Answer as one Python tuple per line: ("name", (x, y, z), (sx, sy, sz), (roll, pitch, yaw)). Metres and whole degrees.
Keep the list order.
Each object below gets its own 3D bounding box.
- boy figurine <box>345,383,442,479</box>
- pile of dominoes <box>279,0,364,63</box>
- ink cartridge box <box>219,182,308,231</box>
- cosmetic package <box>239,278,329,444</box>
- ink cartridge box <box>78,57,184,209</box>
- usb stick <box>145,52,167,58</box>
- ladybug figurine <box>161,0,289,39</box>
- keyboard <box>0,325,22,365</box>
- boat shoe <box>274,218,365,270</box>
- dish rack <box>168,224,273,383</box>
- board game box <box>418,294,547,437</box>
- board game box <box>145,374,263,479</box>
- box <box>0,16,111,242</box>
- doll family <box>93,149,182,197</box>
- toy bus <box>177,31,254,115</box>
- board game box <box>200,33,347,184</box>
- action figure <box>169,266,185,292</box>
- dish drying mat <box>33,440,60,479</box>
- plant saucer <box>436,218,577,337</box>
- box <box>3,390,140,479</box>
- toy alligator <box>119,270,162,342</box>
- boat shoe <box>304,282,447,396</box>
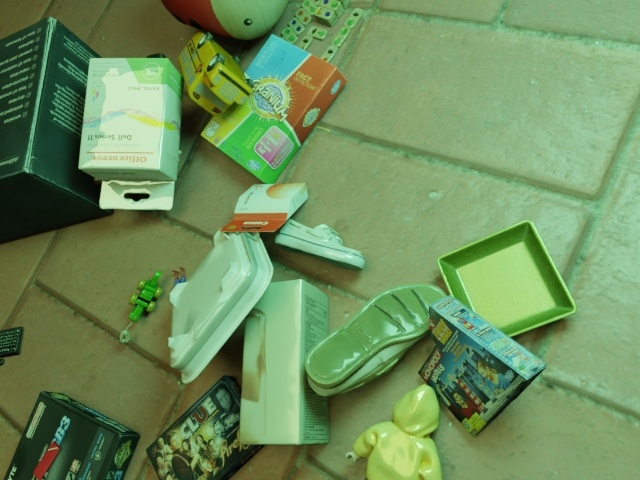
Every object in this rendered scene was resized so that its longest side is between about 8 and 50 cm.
("boy figurine", (0.131, 0.387, 0.913), (0.177, 0.092, 0.285), (12, 76, 28))
("pile of dominoes", (-0.025, -0.543, 1.355), (0.196, 0.040, 0.251), (33, 87, 30))
("ink cartridge box", (-0.128, -0.076, 1.169), (0.145, 0.179, 0.045), (1, 116, 25))
("cosmetic package", (-0.065, 0.240, 1.023), (0.129, 0.153, 0.297), (-8, 67, 21))
("ink cartridge box", (-0.464, -0.259, 1.293), (0.206, 0.119, 0.354), (1, 82, 4))
("usb stick", (-0.475, -0.426, 1.518), (0.077, 0.045, 0.278), (-15, 65, 12))
("ladybug figurine", (-0.275, -0.646, 1.394), (0.449, 0.305, 0.162), (32, 123, 34))
("keyboard", (-0.907, 0.304, 1.462), (0.180, 0.023, 0.108), (-13, 67, 21))
("boat shoe", (0.000, 0.000, 1.118), (0.226, 0.083, 0.076), (16, 80, 29))
("dish rack", (-0.226, 0.103, 1.082), (0.286, 0.072, 0.333), (-50, 24, 6))
("board game box", (0.250, 0.202, 0.898), (0.060, 0.194, 0.194), (-18, 54, -33))
("board game box", (-0.238, 0.426, 1.096), (0.243, 0.042, 0.165), (-44, 59, 4))
("box", (-0.855, -0.290, 1.498), (0.479, 0.297, 0.472), (-11, 66, 20))
("doll family", (-0.487, -0.195, 1.413), (0.262, 0.118, 0.163), (-11, 70, 1))
("toy bus", (-0.271, -0.420, 1.317), (0.130, 0.108, 0.333), (-45, 38, 14))
("board game box", (-0.121, -0.326, 1.296), (0.242, 0.064, 0.317), (37, 92, 30))
("action figure", (-0.341, 0.122, 1.265), (0.038, 0.030, 0.115), (-19, 67, 14))
("dish drying mat", (-0.619, 0.498, 1.185), (0.032, 0.008, 0.083), (29, 84, 30))
("plant saucer", (0.334, 0.082, 0.956), (0.188, 0.045, 0.189), (-25, 64, 15))
("box", (-0.591, 0.536, 1.205), (0.293, 0.073, 0.296), (14, 77, 27))
("toy alligator", (-0.442, 0.158, 1.287), (0.190, 0.056, 0.051), (-63, 18, -6))
("boat shoe", (0.105, 0.184, 0.978), (0.302, 0.103, 0.113), (-27, 55, -15))
